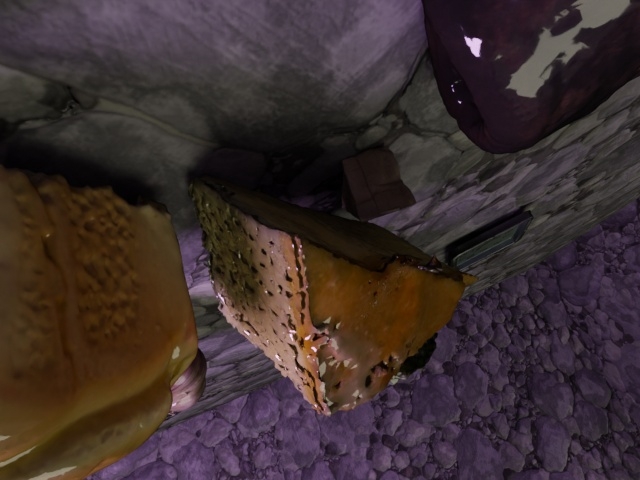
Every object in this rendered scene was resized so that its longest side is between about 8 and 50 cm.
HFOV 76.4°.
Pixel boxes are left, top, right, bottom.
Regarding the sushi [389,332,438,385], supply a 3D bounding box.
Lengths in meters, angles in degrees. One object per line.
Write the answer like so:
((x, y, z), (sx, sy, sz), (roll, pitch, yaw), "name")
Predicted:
((0.108, 0.171, 0.897), (0.352, 0.294, 0.178), (-11, 158, -41), "sushi")

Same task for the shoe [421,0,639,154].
((0.185, -0.206, 0.276), (0.237, 0.171, 0.384), (-31, 166, 2), "shoe")

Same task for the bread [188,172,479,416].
((0.035, 0.006, 0.506), (0.315, 0.248, 0.279), (-38, 134, -27), "bread")

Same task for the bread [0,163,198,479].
((-0.264, 0.086, 0.350), (0.211, 0.270, 0.315), (-19, 169, 23), "bread")

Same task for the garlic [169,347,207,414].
((-0.333, 0.240, 0.769), (0.245, 0.160, 0.245), (-5, 145, -3), "garlic")

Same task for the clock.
((0.543, 0.009, 1.331), (0.279, 0.049, 0.273), (-28, 158, 7), "clock")

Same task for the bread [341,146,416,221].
((0.079, -0.053, 0.602), (0.077, 0.105, 0.152), (-18, 157, -2), "bread")
